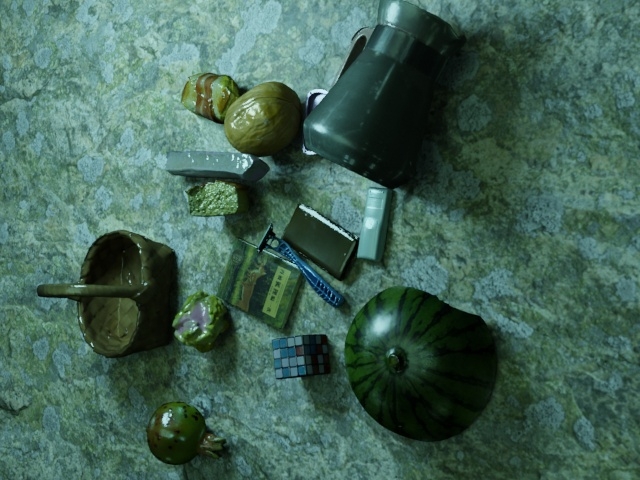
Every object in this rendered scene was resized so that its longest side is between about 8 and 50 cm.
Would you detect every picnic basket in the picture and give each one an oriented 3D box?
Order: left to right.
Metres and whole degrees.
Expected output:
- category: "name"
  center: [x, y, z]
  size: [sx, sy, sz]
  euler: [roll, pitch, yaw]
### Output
- category: "picnic basket"
  center: [-0.561, 0.136, 2.110]
  size: [0.293, 0.337, 0.337]
  euler: [-2, 85, 37]

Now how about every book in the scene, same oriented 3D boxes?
- category: "book"
  center: [-0.148, 0.101, 1.986]
  size: [0.228, 0.024, 0.160]
  euler: [24, 98, 36]

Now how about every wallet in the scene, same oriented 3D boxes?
- category: "wallet"
  center: [0.000, 0.000, 1.880]
  size: [0.198, 0.031, 0.110]
  euler: [34, 105, 34]

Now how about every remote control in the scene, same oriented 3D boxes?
- category: "remote control"
  center: [0.117, -0.037, 1.797]
  size: [0.061, 0.029, 0.162]
  euler: [8, 90, 35]

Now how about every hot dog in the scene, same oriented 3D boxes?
- category: "hot dog"
  center: [-0.259, -0.361, 2.069]
  size: [0.261, 0.093, 0.123]
  euler: [27, 111, 50]

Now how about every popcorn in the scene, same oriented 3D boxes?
- category: "popcorn"
  center: [-0.294, 0.199, 2.027]
  size: [0.126, 0.126, 0.145]
  euler: [-21, 45, 19]

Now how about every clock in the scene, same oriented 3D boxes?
- category: "clock"
  center: [0.016, -0.268, 1.880]
  size: [0.110, 0.050, 0.152]
  euler: [5, 89, 37]

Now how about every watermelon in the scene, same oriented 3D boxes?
- category: "watermelon"
  center: [0.165, 0.246, 1.649]
  size: [0.331, 0.189, 0.330]
  euler: [-10, 75, 38]

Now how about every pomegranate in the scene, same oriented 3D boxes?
- category: "pomegranate"
  center: [-0.333, 0.481, 2.019]
  size: [0.205, 0.159, 0.159]
  euler: [17, 97, 8]

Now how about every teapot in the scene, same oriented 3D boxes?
- category: "teapot"
  center: [0.124, -0.307, 1.702]
  size: [0.300, 0.253, 0.344]
  euler: [35, 100, 48]

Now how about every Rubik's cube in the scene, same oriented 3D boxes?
- category: "Rubik's cube"
  center: [-0.044, 0.262, 1.851]
  size: [0.092, 0.092, 0.092]
  euler: [-14, 78, 35]

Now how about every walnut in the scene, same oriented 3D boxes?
- category: "walnut"
  center: [-0.133, -0.280, 1.926]
  size: [0.197, 0.165, 0.165]
  euler: [-36, 66, 38]

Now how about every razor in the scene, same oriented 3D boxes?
- category: "razor"
  center: [-0.041, 0.064, 1.883]
  size: [0.253, 0.042, 0.082]
  euler: [41, 120, 23]

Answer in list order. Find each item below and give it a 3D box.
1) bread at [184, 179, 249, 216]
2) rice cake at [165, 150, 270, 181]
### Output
- category: "bread"
  center: [-0.248, -0.103, 2.017]
  size: [0.156, 0.125, 0.086]
  euler: [-4, 90, 10]
- category: "rice cake"
  center: [-0.266, -0.184, 2.028]
  size: [0.399, 0.070, 0.064]
  euler: [9, 83, 50]
